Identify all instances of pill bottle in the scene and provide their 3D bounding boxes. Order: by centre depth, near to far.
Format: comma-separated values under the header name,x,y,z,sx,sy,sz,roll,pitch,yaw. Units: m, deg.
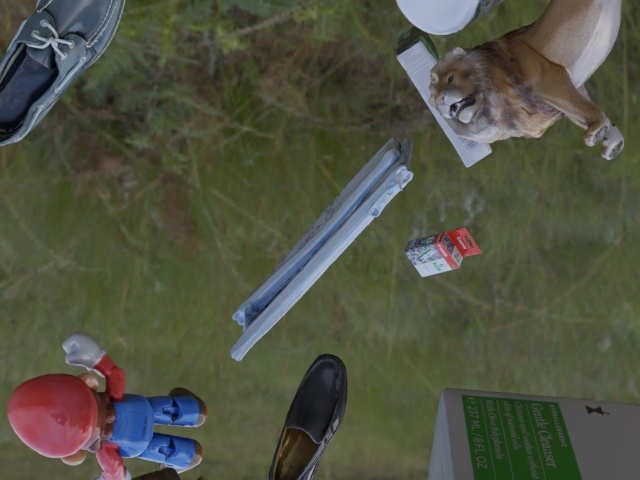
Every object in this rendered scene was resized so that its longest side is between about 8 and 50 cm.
name,x,y,z,sx,sy,sz,roll,pitch,yaw
pill bottle,0.210,-0.375,1.403,0.130,0.245,0.130,20,128,28

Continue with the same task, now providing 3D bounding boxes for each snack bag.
name,x,y,z,sx,sy,sz,roll,pitch,yaw
snack bag,0.000,0.000,1.345,0.037,0.323,0.342,42,-168,-5

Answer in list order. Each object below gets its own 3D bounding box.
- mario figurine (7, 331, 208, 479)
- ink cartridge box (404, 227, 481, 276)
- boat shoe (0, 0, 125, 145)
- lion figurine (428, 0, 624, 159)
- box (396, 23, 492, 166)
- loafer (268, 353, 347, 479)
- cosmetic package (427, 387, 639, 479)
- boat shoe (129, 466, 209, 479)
name,x,y,z,sx,sy,sz,roll,pitch,yaw
mario figurine,-0.326,0.260,1.538,0.170,0.198,0.320,-41,142,22
ink cartridge box,0.206,0.020,1.756,0.115,0.029,0.063,-16,123,38
boat shoe,-0.377,-0.262,1.468,0.116,0.099,0.319,36,101,-22
lion figurine,0.311,-0.258,1.254,0.392,0.240,0.142,-53,149,18
box,0.222,-0.279,1.906,0.058,0.322,0.232,-31,104,13
loafer,-0.013,0.209,1.160,0.062,0.170,0.061,16,176,10
cosmetic package,0.277,0.246,0.850,0.365,0.197,0.155,3,115,-1
boat shoe,-0.153,0.318,1.187,0.095,0.095,0.257,-33,157,-6
